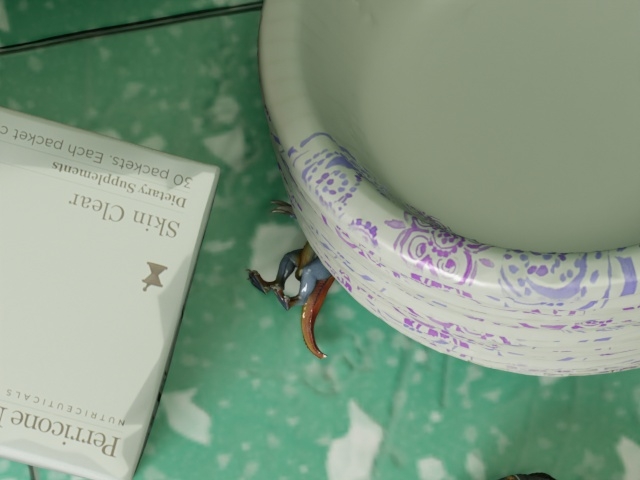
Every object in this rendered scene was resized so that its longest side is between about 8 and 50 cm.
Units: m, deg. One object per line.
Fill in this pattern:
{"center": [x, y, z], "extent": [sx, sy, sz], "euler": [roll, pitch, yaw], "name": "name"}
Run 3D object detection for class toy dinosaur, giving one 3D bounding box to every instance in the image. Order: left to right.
{"center": [0.000, 0.000, 0.988], "extent": [0.082, 0.047, 0.090], "euler": [-40, 121, -18], "name": "toy dinosaur"}

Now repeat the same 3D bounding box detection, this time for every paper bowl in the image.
{"center": [0.117, -0.068, 0.916], "extent": [0.284, 0.148, 0.284], "euler": [-3, 62, 6], "name": "paper bowl"}

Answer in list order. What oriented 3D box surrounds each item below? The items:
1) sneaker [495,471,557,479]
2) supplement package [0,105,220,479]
{"center": [0.125, 0.199, 0.950], "extent": [0.077, 0.072, 0.178], "euler": [-20, 90, -17], "name": "sneaker"}
{"center": [-0.194, 0.014, 0.873], "extent": [0.262, 0.204, 0.145], "euler": [15, 82, -4], "name": "supplement package"}
